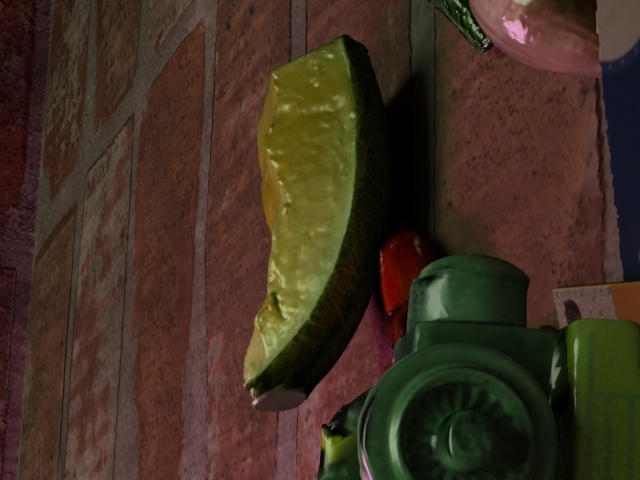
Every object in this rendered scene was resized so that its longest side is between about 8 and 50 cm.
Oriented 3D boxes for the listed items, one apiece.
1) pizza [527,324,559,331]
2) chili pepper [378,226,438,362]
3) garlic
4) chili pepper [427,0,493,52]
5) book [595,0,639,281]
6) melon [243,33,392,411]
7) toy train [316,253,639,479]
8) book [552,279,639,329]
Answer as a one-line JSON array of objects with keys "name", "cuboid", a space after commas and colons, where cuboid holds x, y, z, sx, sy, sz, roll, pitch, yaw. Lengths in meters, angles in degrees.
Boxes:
[{"name": "pizza", "cuboid": [0.104, 0.206, 1.354, 0.280, 0.075, 0.288, 121, 160, -49]}, {"name": "chili pepper", "cuboid": [0.078, 0.034, 1.590, 0.169, 0.065, 0.088, -101, 0, -59]}, {"name": "garlic", "cuboid": [0.153, -0.189, 1.386, 0.195, 0.101, 0.087, -104, 28, -48]}, {"name": "chili pepper", "cuboid": [0.105, -0.216, 1.622, 0.227, 0.059, 0.088, -115, 33, -51]}, {"name": "book", "cuboid": [0.248, -0.194, 1.167, 0.300, 0.039, 0.428, 140, 131, -62]}, {"name": "melon", "cuboid": [0.000, 0.000, 1.683, 0.196, 0.124, 0.323, 91, -179, -63]}, {"name": "toy train", "cuboid": [0.133, 0.230, 1.007, 0.179, 0.272, 0.442, 120, 154, -76]}, {"name": "book", "cuboid": [0.199, 0.083, 1.218, 0.172, 0.012, 0.118, 168, 89, -70]}]
